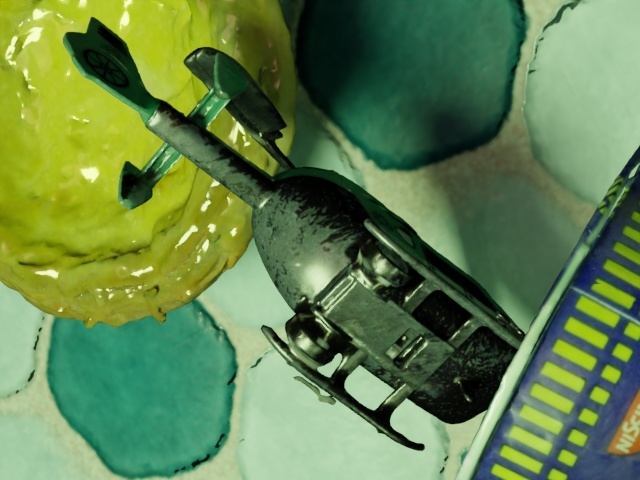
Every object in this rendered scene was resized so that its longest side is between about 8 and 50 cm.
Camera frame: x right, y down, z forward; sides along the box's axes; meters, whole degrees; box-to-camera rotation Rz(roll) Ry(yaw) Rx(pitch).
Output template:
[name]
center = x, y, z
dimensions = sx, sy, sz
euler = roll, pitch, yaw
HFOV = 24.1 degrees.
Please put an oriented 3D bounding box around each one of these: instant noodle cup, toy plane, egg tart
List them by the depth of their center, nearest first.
[instant noodle cup]
center = 0.258, 0.131, 0.825
dimensions = 0.312, 0.284, 0.284
euler = 28, 107, 14
[toy plane]
center = 0.000, 0.000, 0.892
dimensions = 0.382, 0.155, 0.106
euler = 36, 108, -17
[egg tart]
center = -0.147, -0.113, 1.056
dimensions = 0.345, 0.132, 0.345
euler = 3, 98, 26
